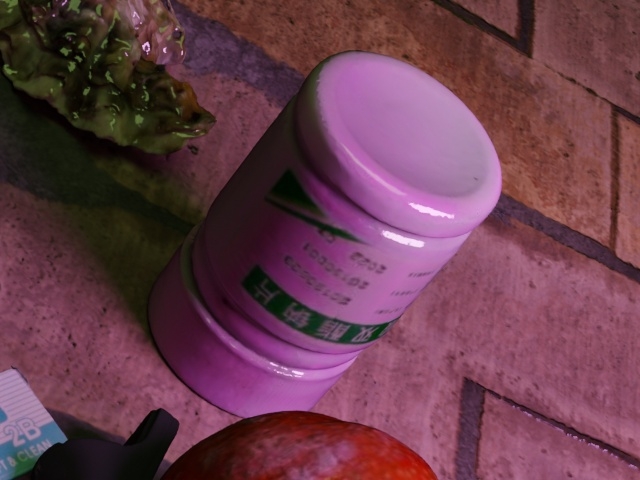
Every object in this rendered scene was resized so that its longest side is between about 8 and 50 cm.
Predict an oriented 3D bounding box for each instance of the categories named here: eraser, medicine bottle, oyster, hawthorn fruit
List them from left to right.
[{"bbox_3d":[-0.314,0.182,1.637,0.095,0.052,0.225,51,37,13],"label":"eraser"},{"bbox_3d":[-0.229,-0.247,2.112,0.238,0.115,0.351,15,58,-29],"label":"oyster"},{"bbox_3d":[-0.013,0.276,1.640,0.284,0.284,0.284,23,39,-20],"label":"hawthorn fruit"},{"bbox_3d":[0.000,0.000,1.873,0.212,0.325,0.212,24,38,-21],"label":"medicine bottle"}]

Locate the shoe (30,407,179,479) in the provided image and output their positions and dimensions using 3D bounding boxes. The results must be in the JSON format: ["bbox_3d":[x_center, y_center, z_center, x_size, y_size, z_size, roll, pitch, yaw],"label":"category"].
[{"bbox_3d":[-0.199,0.209,1.668,0.093,0.108,0.241,34,29,-3],"label":"shoe"}]

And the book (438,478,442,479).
[{"bbox_3d":[0.123,0.285,1.934,0.182,0.014,0.127,22,39,-22],"label":"book"}]
